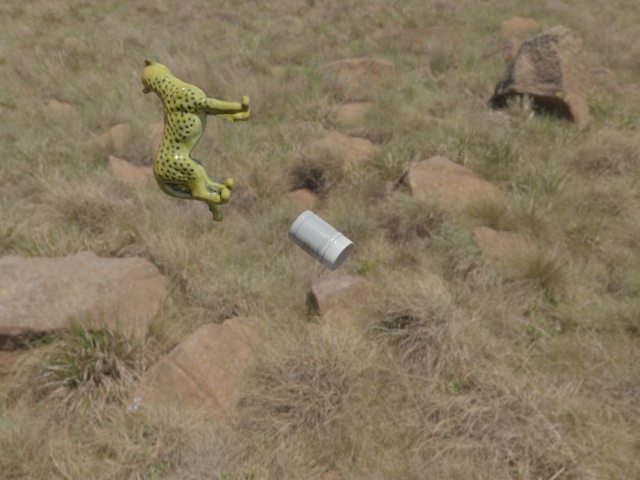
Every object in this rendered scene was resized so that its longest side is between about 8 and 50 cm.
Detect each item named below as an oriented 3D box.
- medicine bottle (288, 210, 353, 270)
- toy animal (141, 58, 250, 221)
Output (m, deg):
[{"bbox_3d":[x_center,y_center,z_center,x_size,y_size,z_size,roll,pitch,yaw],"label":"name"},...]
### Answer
[{"bbox_3d":[0.000,0.000,0.861,0.091,0.058,0.058,37,44,17],"label":"medicine bottle"},{"bbox_3d":[-0.168,-0.119,0.680,0.136,0.181,0.073,12,16,-7],"label":"toy animal"}]
